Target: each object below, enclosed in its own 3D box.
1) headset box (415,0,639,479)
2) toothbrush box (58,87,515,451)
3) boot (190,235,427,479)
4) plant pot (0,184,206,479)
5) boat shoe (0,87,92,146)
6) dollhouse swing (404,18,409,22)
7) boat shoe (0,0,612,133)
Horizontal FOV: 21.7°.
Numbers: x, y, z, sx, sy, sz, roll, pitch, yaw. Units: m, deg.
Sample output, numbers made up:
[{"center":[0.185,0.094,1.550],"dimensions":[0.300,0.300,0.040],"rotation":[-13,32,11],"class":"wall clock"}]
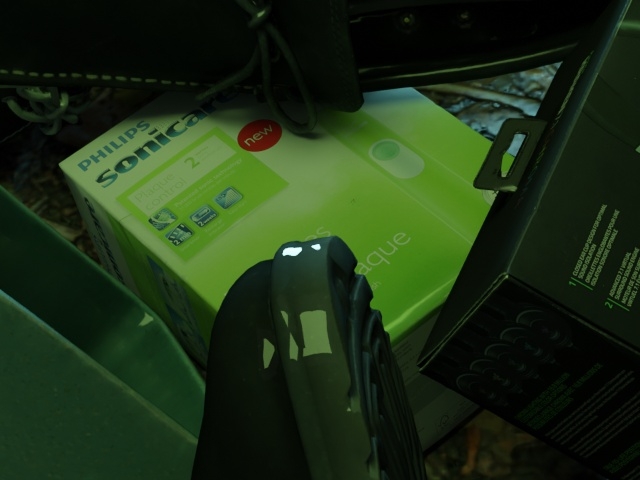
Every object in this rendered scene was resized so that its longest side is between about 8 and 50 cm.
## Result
[{"center":[0.220,0.014,0.916],"dimensions":[0.283,0.131,0.246],"rotation":[29,58,-3],"class":"headset box"},{"center":[0.000,0.000,1.086],"dimensions":[0.206,0.122,0.283],"rotation":[-36,48,-17],"class":"toothbrush box"},{"center":[-0.162,0.200,0.807],"dimensions":[0.445,0.367,0.146],"rotation":[-10,28,8],"class":"boot"},{"center":[-0.221,0.119,0.948],"dimensions":[0.252,0.248,0.247],"rotation":[-46,34,2],"class":"plant pot"},{"center":[-0.209,-0.134,1.220],"dimensions":[0.306,0.113,0.105],"rotation":[-48,65,9],"class":"boat shoe"},{"center":[-0.004,-0.349,1.300],"dimensions":[0.305,0.315,0.347],"rotation":[-37,49,-1],"class":"dollhouse swing"},{"center":[-0.018,-0.169,1.041],"dimensions":[0.500,0.186,0.156],"rotation":[-6,39,-1],"class":"boat shoe"}]
